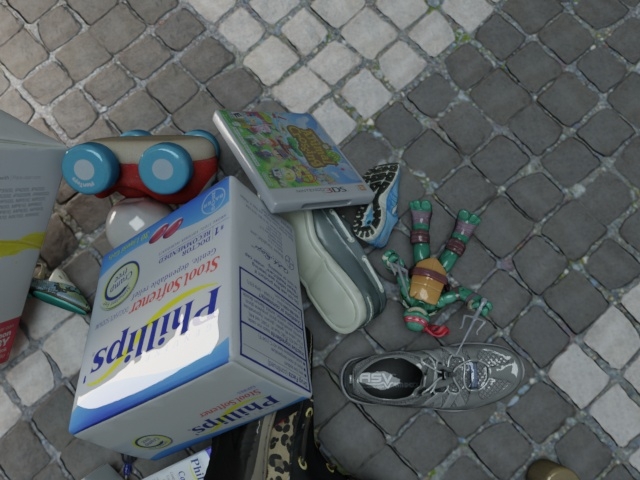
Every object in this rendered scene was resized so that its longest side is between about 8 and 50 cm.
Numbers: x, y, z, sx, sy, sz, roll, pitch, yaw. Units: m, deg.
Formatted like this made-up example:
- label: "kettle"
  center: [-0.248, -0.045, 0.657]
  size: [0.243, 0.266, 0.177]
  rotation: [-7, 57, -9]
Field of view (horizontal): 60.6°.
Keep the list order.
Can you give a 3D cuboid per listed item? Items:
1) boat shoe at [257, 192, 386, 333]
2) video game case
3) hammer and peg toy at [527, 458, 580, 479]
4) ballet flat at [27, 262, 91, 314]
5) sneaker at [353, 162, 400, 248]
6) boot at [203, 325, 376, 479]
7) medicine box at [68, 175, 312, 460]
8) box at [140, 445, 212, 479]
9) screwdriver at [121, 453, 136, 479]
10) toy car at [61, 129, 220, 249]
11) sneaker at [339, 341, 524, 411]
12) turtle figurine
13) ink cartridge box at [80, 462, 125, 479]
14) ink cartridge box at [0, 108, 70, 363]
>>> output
- label: "boat shoe"
  center: [0.000, 0.000, 0.899]
  size: [0.099, 0.116, 0.319]
  rotation: [-13, 65, -44]
- label: "video game case"
  center: [-0.041, -0.131, 0.860]
  size: [0.193, 0.023, 0.212]
  rotation: [-8, 52, -38]
- label: "hammer and peg toy"
  center: [0.286, 0.498, 0.731]
  size: [0.266, 0.127, 0.361]
  rotation: [44, 77, 8]
- label: "ballet flat"
  center: [-0.463, 0.070, 0.910]
  size: [0.189, 0.070, 0.070]
  rotation: [15, 80, 2]
- label: "sneaker"
  center: [0.101, -0.058, 0.912]
  size: [0.063, 0.073, 0.162]
  rotation: [1, 59, 35]
- label: "boot"
  center: [-0.007, 0.319, 0.769]
  size: [0.284, 0.138, 0.377]
  rotation: [37, 39, -24]
- label: "medicine box"
  center: [-0.170, 0.105, 0.740]
  size: [0.264, 0.149, 0.289]
  rotation: [-28, 45, 21]
- label: "box"
  center: [-0.188, 0.355, 0.803]
  size: [0.137, 0.126, 0.072]
  rotation: [-26, 77, -2]
- label: "screwdriver"
  center: [-0.304, 0.382, 0.857]
  size: [0.025, 0.024, 0.169]
  rotation: [-4, 79, 31]
- label: "toy car"
  center: [-0.266, -0.049, 0.882]
  size: [0.210, 0.219, 0.237]
  rotation: [0, 108, 2]
- label: "sneaker"
  center: [0.169, 0.212, 0.819]
  size: [0.281, 0.115, 0.105]
  rotation: [-7, 78, 1]
- label: "turtle figurine"
  center: [0.170, 0.056, 0.852]
  size: [0.175, 0.118, 0.234]
  rotation: [21, 64, -8]
- label: "ink cartridge box"
  center: [-0.313, 0.445, 0.809]
  size: [0.175, 0.072, 0.127]
  rotation: [40, 93, 9]
- label: "ink cartridge box"
  center: [-0.570, -0.022, 0.803]
  size: [0.279, 0.160, 0.384]
  rotation: [28, 105, 14]
